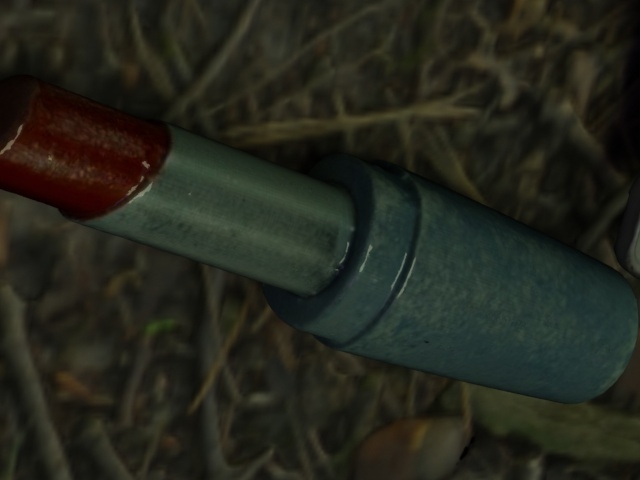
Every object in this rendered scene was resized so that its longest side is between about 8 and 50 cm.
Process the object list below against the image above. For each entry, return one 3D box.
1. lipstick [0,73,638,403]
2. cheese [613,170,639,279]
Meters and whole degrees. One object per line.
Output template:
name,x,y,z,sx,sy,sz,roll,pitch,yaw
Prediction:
lipstick,0.000,0.000,0.572,0.274,0.061,0.068,20,104,-36
cheese,0.178,-0.108,0.618,0.163,0.071,0.249,-19,122,-21
